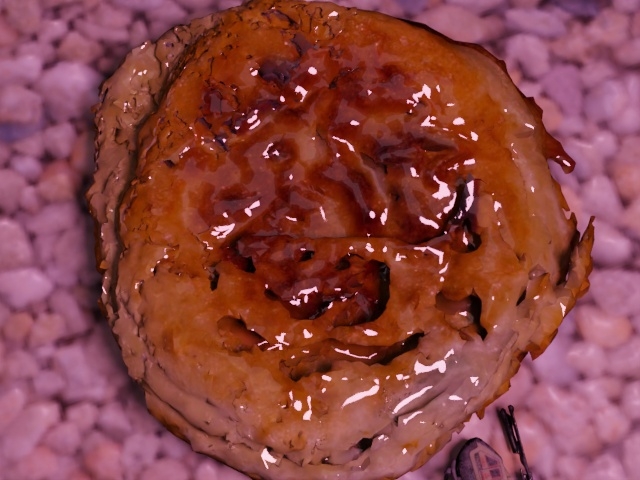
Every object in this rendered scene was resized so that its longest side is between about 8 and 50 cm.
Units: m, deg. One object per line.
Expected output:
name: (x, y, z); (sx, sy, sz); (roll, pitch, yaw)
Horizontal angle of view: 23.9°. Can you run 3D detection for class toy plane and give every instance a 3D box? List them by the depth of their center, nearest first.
toy plane: (0.099, 0.150, 0.811); (0.049, 0.031, 0.121); (-11, 67, -9)

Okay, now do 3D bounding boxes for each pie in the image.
pie: (0.000, 0.000, 0.840); (0.308, 0.085, 0.308); (-1, 72, 3)
